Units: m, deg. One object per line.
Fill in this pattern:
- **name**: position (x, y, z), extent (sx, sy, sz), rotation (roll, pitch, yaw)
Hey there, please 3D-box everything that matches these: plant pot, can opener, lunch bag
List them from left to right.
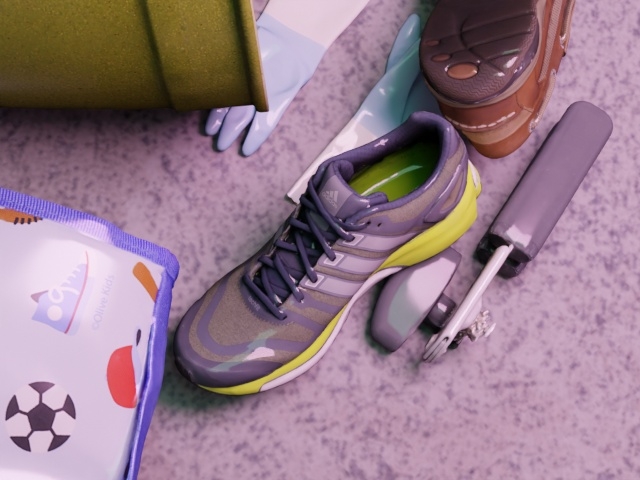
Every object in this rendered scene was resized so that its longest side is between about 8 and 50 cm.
- **lunch bag**: position (-0.311, 0.123, 0.898), extent (0.386, 0.239, 0.327), rotation (10, 69, 0)
- **plant pot**: position (-0.241, -0.249, 0.998), extent (0.353, 0.366, 0.366), rotation (-10, 74, -1)
- **can opener**: position (0.151, -0.012, 1.121), extent (0.093, 0.074, 0.280), rotation (39, 69, 3)

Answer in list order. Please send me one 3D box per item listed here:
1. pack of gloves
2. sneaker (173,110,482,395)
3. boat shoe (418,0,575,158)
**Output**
- **pack of gloves**: position (0.017, -0.143, 1.153), extent (0.195, 0.046, 0.232), rotation (33, 69, -1)
- **sneaker**: position (0.000, 0.000, 1.041), extent (0.300, 0.121, 0.111), rotation (-42, 62, -14)
- **boat shoe**: position (0.166, -0.203, 1.169), extent (0.123, 0.120, 0.324), rotation (2, 47, 27)
